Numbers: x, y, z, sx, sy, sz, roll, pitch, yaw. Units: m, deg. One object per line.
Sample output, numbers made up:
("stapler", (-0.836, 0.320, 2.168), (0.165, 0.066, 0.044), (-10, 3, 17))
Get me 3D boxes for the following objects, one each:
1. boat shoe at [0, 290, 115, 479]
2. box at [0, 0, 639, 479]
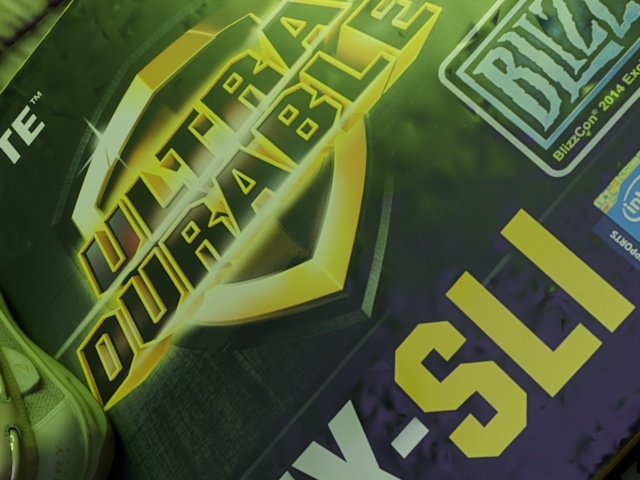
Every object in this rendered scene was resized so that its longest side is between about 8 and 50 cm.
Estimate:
("boat shoe", (-0.131, 0.036, 0.374), (0.153, 0.048, 0.056), (38, 96, 29))
("box", (0.000, 0.000, 0.386), (0.322, 0.079, 0.257), (-49, 62, 9))
